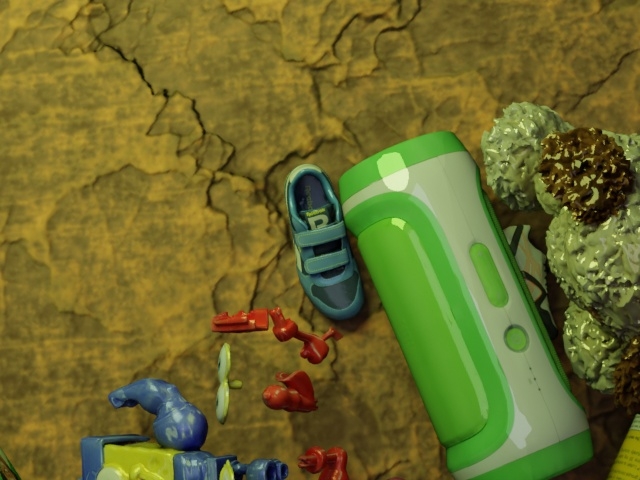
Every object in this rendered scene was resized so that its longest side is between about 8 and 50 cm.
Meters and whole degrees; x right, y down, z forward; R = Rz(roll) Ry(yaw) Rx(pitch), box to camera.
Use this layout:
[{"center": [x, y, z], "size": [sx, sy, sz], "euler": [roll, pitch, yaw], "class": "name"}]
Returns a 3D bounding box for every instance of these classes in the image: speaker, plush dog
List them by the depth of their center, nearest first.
[{"center": [0.251, 0.003, 1.248], "size": [0.210, 0.225, 0.262], "euler": [-21, 101, 20], "class": "plush dog"}, {"center": [0.120, 0.064, 1.334], "size": [0.131, 0.131, 0.297], "euler": [-22, 81, -4], "class": "speaker"}]

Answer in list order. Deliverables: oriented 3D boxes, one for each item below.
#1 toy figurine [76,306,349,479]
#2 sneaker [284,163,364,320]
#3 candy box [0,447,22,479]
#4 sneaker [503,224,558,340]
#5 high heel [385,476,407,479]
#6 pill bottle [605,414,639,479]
[{"center": [-0.109, 0.241, 1.330], "size": [0.217, 0.191, 0.363], "euler": [-5, 87, 29], "class": "toy figurine"}, {"center": [0.000, 0.000, 1.384], "size": [0.053, 0.059, 0.144], "euler": [-18, 82, -5], "class": "sneaker"}, {"center": [-0.304, 0.347, 1.277], "size": [0.268, 0.122, 0.317], "euler": [-34, 87, -2], "class": "candy box"}, {"center": [0.184, 0.035, 1.388], "size": [0.043, 0.040, 0.109], "euler": [-23, 81, -6], "class": "sneaker"}, {"center": [0.163, 0.269, 1.204], "size": [0.127, 0.377, 0.181], "euler": [2, 81, -44], "class": "high heel"}, {"center": [0.284, 0.248, 1.302], "size": [0.136, 0.136, 0.246], "euler": [27, 81, 4], "class": "pill bottle"}]
